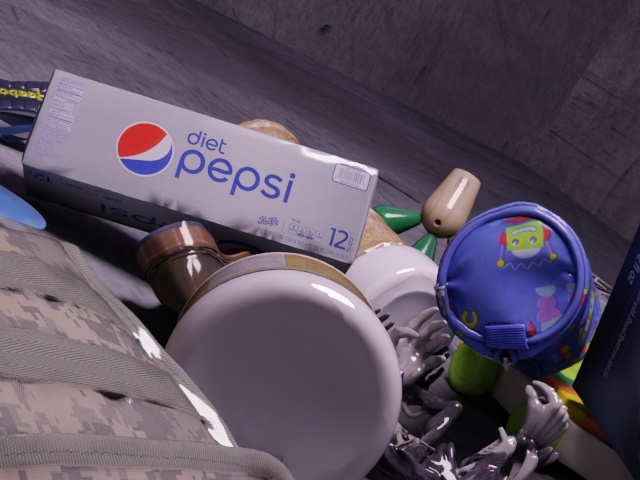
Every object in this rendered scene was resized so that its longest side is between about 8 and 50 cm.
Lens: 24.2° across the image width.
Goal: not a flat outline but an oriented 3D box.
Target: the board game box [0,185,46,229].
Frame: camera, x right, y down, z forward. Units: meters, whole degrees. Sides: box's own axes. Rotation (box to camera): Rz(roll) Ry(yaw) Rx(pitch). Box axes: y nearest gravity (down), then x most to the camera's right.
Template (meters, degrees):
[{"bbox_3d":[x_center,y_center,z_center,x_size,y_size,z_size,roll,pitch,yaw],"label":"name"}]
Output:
[{"bbox_3d":[-0.290,-0.036,1.113,0.168,0.033,0.133,23,8,-44],"label":"board game box"}]

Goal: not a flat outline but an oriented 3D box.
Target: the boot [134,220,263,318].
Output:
[{"bbox_3d":[-0.072,0.064,1.203,0.219,0.082,0.106,30,32,-63],"label":"boot"}]

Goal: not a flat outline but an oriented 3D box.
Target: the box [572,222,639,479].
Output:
[{"bbox_3d":[0.382,0.124,1.225,0.182,0.296,0.294,-16,53,-21],"label":"box"}]

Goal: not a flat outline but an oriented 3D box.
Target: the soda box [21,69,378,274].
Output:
[{"bbox_3d":[-0.103,-0.049,1.267,0.286,0.091,0.098,17,-17,-4],"label":"soda box"}]

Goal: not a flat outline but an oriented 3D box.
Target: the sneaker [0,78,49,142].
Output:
[{"bbox_3d":[-0.305,-0.120,1.388,0.144,0.059,0.053,11,49,-17],"label":"sneaker"}]

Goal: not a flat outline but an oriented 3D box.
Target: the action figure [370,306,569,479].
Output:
[{"bbox_3d":[0.086,0.130,1.096,0.164,0.141,0.276,38,6,-26],"label":"action figure"}]

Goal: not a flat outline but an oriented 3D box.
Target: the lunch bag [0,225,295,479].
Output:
[{"bbox_3d":[-0.126,0.119,0.558,0.287,0.169,0.235,46,14,28],"label":"lunch bag"}]

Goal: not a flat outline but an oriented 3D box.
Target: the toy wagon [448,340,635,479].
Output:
[{"bbox_3d":[0.254,0.168,1.518,0.267,0.068,0.344,23,14,-33],"label":"toy wagon"}]

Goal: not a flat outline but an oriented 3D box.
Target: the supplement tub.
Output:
[{"bbox_3d":[-0.027,0.083,0.956,0.144,0.144,0.200,30,2,-4],"label":"supplement tub"}]

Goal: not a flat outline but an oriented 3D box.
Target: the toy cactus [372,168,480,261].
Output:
[{"bbox_3d":[0.107,0.002,1.571,0.219,0.180,0.112,27,-13,18],"label":"toy cactus"}]

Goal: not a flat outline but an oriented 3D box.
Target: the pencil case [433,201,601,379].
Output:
[{"bbox_3d":[0.180,0.053,1.299,0.119,0.133,0.306,8,-6,14],"label":"pencil case"}]

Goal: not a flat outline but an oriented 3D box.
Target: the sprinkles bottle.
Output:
[{"bbox_3d":[0.000,0.000,1.455,0.121,0.121,0.355,22,14,-36],"label":"sprinkles bottle"}]

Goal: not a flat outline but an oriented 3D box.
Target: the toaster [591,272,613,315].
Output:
[{"bbox_3d":[0.329,0.112,1.836,0.185,0.110,0.168,18,16,-46],"label":"toaster"}]
